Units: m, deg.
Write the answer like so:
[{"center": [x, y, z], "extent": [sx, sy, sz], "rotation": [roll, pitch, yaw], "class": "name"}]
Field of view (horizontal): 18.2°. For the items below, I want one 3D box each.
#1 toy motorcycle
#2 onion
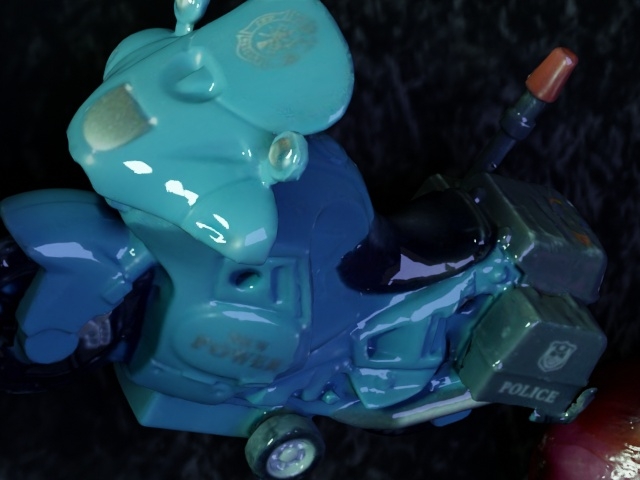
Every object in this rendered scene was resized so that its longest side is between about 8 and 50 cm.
[{"center": [0.000, 0.000, 0.756], "extent": [0.272, 0.123, 0.182], "rotation": [11, 123, -36], "class": "toy motorcycle"}, {"center": [0.154, 0.114, 0.902], "extent": [0.131, 0.131, 0.131], "rotation": [-14, 116, -31], "class": "onion"}]
